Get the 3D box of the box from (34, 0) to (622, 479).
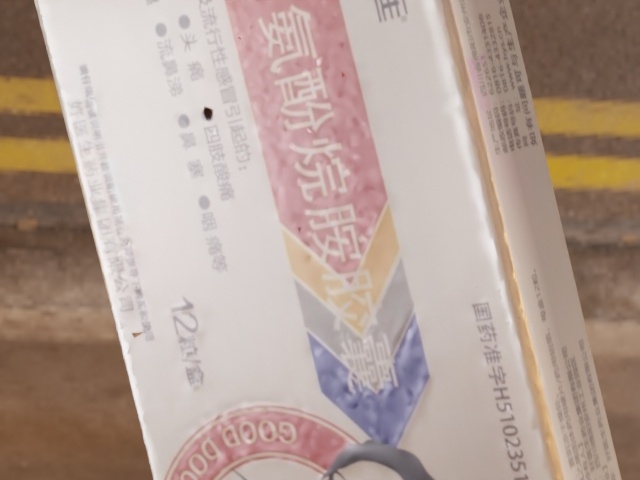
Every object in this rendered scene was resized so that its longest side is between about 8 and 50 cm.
[{"bbox_3d":[0.000,0.000,0.726,0.214,0.353,0.069,-12,-175,33],"label":"box"}]
